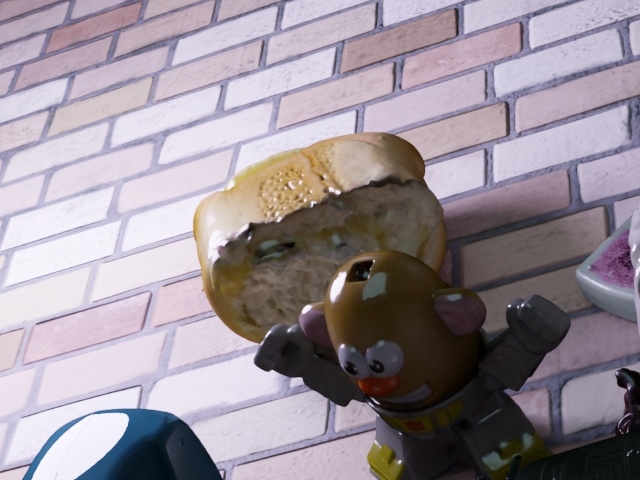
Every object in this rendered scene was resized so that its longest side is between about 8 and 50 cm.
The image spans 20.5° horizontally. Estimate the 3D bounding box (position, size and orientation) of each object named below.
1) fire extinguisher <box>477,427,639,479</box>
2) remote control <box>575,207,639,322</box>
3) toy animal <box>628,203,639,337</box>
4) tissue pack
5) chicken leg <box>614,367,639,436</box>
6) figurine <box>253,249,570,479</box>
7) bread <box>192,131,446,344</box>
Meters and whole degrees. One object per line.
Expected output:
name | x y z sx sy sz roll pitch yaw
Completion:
fire extinguisher | 0.278 0.235 1.718 0.311 0.095 0.114 -26 60 39
remote control | 0.450 -0.034 2.049 0.344 0.050 0.145 -42 36 -20
toy animal | 0.422 0.039 1.846 0.208 0.204 0.156 -10 14 3
tissue pack | -0.242 0.328 1.913 0.206 0.198 0.287 -10 39 23
chicken leg | 0.350 0.204 1.798 0.089 0.048 0.219 -33 33 -14
figurine | 0.101 0.130 1.862 0.343 0.285 0.167 -19 32 10
bread | 0.000 0.000 2.198 0.316 0.211 0.270 -20 25 -2
